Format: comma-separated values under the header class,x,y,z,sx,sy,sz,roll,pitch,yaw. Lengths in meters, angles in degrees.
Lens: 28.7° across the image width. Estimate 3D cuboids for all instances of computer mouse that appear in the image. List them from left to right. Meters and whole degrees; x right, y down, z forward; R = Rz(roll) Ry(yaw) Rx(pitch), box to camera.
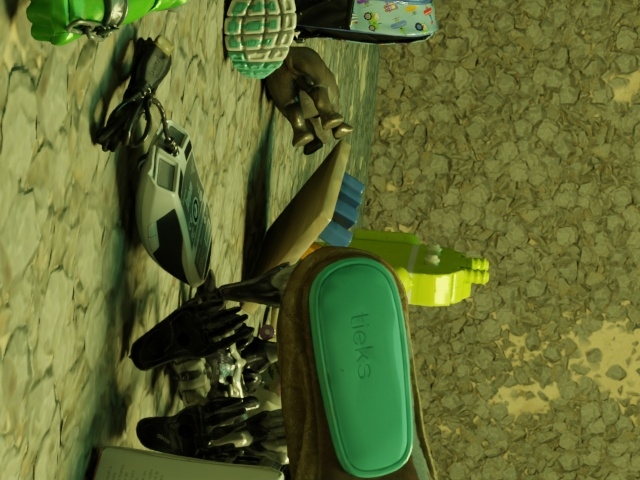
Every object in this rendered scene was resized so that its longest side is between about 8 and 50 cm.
class,x,y,z,sx,sy,sz,roll,pitch,yaw
computer mouse,-0.109,-0.040,0.833,0.193,0.042,0.106,82,10,-47

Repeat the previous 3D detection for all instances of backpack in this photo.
class,x,y,z,sx,sy,sz,roll,pitch,yaw
backpack,0.055,-0.290,1.473,0.158,0.173,0.117,-62,158,-72

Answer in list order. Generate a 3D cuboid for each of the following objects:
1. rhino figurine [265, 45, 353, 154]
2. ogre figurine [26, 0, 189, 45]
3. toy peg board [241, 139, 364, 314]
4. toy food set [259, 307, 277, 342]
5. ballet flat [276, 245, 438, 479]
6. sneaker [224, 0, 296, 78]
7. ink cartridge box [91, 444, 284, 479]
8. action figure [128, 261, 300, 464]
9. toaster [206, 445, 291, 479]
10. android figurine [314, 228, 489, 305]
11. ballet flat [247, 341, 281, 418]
class,x,y,z,sx,sy,sz,roll,pitch,yaw
rhino figurine,-0.012,-0.157,1.407,0.243,0.073,0.106,21,45,-85
ogre figurine,-0.089,-0.194,0.623,0.118,0.097,0.197,-2,83,-66
toy peg board,0.000,0.000,1.383,0.160,0.079,0.161,-49,-166,32
toy food set,-0.067,0.130,1.540,0.122,0.019,0.078,-90,-175,-73
ballet flat,0.020,0.176,0.867,0.124,0.116,0.342,159,-78,-70
sneaker,-0.048,-0.227,1.103,0.076,0.065,0.166,-78,175,-71
ink cartridge box,-0.106,0.341,0.841,0.272,0.130,0.309,87,12,-55
action figure,-0.059,0.102,1.000,0.276,0.141,0.164,-9,94,-82
toaster,-0.048,0.252,1.112,0.186,0.168,0.110,-35,130,-81
android figurine,0.084,0.035,1.640,0.248,0.273,0.056,-52,145,-75
ballet flat,-0.051,0.142,1.193,0.079,0.077,0.221,-67,-165,-13
